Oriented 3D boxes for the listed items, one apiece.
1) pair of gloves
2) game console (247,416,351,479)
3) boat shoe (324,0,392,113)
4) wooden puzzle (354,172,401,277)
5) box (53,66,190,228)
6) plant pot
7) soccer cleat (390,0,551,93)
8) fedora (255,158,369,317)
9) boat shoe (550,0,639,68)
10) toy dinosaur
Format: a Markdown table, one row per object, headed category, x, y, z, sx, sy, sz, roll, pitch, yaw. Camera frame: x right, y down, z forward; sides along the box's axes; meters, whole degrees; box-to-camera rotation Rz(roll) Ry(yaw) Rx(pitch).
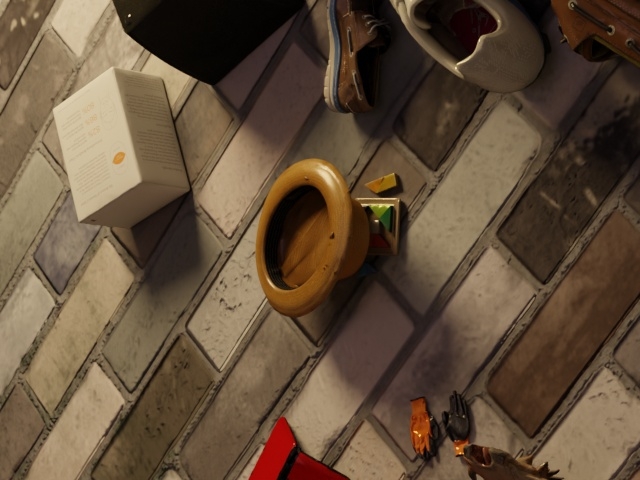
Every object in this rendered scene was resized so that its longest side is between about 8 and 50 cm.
| category | x | y | z | sx | sy | sz | roll | pitch | yaw |
| --- | --- | --- | --- | --- | --- | --- | --- | --- | --- |
| pair of gloves | 0.134 | 0.209 | 1.960 | 0.083 | 0.010 | 0.074 | -14 | 77 | 39 |
| game console | -0.033 | 0.308 | 2.098 | 0.124 | 0.085 | 0.144 | 28 | 108 | 7 |
| boat shoe | 0.050 | -0.239 | 2.044 | 0.066 | 0.066 | 0.183 | 9 | 102 | 37 |
| wooden puzzle | 0.064 | -0.018 | 2.040 | 0.078 | 0.014 | 0.116 | -8 | 81 | 41 |
| box | -0.262 | -0.120 | 2.284 | 0.130 | 0.091 | 0.171 | -29 | 68 | 36 |
| plant pot | -0.165 | -0.330 | 2.168 | 0.187 | 0.167 | 0.188 | -37 | 62 | 32 |
| soccer cleat | 0.123 | -0.291 | 1.925 | 0.331 | 0.143 | 0.116 | 51 | 118 | 32 |
| fedora | 0.000 | 0.000 | 2.040 | 0.194 | 0.079 | 0.194 | -14 | 72 | 53 |
| boat shoe | 0.285 | -0.237 | 1.799 | 0.307 | 0.110 | 0.104 | 32 | 106 | 39 |
| toy dinosaur | 0.258 | 0.339 | 1.774 | 0.200 | 0.127 | 0.296 | -5 | 95 | 48 |
